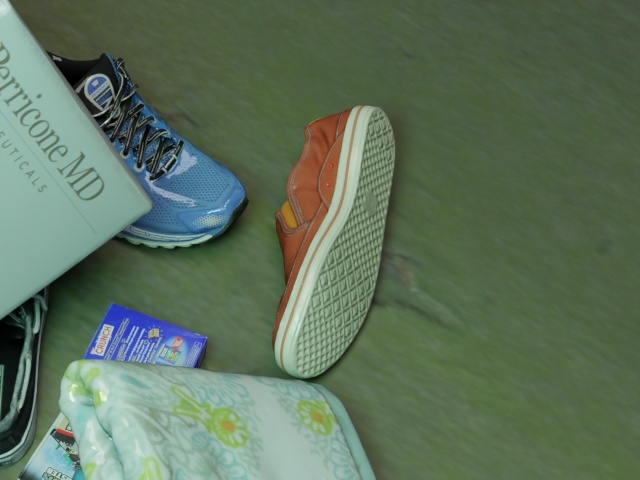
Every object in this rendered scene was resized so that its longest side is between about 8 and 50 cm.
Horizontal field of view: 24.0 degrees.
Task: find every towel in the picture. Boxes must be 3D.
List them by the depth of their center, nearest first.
[{"bbox_3d":[-0.045,0.274,1.323,0.320,0.090,0.374,16,41,-51],"label":"towel"}]

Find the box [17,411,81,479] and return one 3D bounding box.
[{"bbox_3d":[-0.175,0.239,1.461,0.207,0.036,0.114,25,57,8],"label":"box"}]

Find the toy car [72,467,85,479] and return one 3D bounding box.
[{"bbox_3d":[-0.234,0.288,1.275,0.219,0.238,0.210,-32,70,-15],"label":"toy car"}]

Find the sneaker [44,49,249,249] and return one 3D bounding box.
[{"bbox_3d":[-0.227,-0.108,1.618,0.330,0.147,0.130,27,57,9],"label":"sneaker"}]

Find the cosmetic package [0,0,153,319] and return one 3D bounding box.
[{"bbox_3d":[-0.439,-0.095,1.376,0.394,0.329,0.327,-37,56,-5],"label":"cosmetic package"}]

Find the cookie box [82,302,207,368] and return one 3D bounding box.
[{"bbox_3d":[-0.182,0.124,1.534,0.107,0.040,0.092,20,56,4],"label":"cookie box"}]

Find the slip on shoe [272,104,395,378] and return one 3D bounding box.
[{"bbox_3d":[0.000,0.000,1.617,0.101,0.123,0.331,-4,56,27],"label":"slip on shoe"}]

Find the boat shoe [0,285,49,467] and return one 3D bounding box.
[{"bbox_3d":[-0.331,0.069,1.508,0.113,0.105,0.306,3,56,-7],"label":"boat shoe"}]
